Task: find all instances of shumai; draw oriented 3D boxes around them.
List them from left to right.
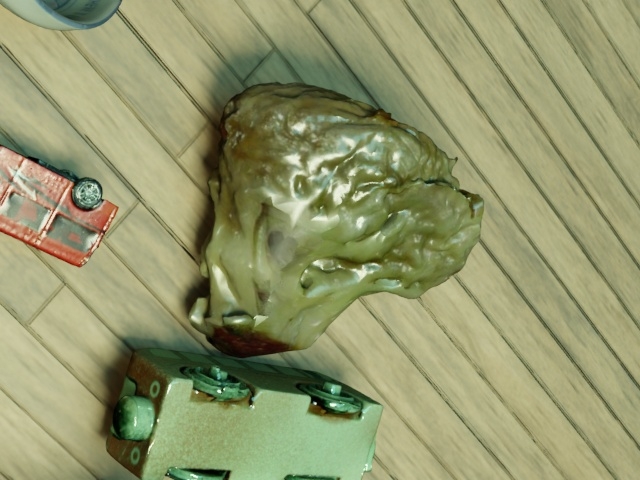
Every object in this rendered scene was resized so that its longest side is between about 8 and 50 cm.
[{"bbox_3d":[-0.001,0.003,1.398,0.346,0.217,0.283,40,68,-31],"label":"shumai"}]

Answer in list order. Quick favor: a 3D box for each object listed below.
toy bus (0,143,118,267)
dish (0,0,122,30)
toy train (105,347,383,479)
[{"bbox_3d":[-0.305,-0.051,1.273,0.195,0.081,0.089,29,84,-32],"label":"toy bus"},{"bbox_3d":[-0.308,-0.330,1.241,0.273,0.134,0.273,-7,90,-68],"label":"dish"},{"bbox_3d":[-0.088,0.194,1.371,0.326,0.159,0.129,12,95,-37],"label":"toy train"}]
